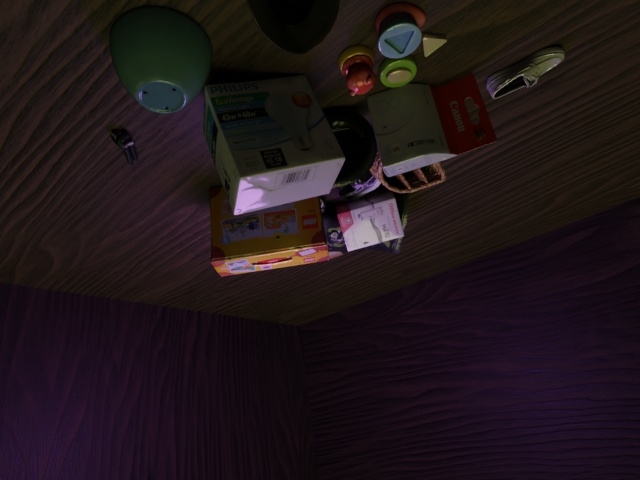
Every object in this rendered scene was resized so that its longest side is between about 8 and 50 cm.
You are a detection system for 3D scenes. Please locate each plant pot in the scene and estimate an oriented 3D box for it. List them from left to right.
[{"bbox_3d":[-0.459,-0.489,1.361,0.290,0.196,0.290,-7,156,-3],"label":"plant pot"}]

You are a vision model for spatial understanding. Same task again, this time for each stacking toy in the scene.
[{"bbox_3d":[0.241,-0.567,1.491,0.279,0.131,0.309,9,150,-33],"label":"stacking toy"}]

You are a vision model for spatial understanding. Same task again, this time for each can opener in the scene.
[{"bbox_3d":[-0.723,-0.348,1.764,0.059,0.073,0.186,-44,165,-17],"label":"can opener"}]

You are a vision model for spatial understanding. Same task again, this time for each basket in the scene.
[{"bbox_3d":[0.336,-0.299,1.897,0.213,0.223,0.299,-46,146,3],"label":"basket"}]

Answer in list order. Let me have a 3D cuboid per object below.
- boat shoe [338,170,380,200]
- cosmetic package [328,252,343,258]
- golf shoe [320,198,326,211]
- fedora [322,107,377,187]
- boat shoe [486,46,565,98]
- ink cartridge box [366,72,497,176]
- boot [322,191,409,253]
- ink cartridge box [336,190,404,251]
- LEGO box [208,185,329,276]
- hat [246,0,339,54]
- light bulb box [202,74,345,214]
[{"bbox_3d":[0.182,-0.275,2.144,0.102,0.108,0.301,4,160,-28],"label":"boat shoe"},{"bbox_3d":[0.000,0.000,2.636,0.153,0.129,0.296,-19,153,22],"label":"cosmetic package"},{"bbox_3d":[-0.076,-0.173,2.330,0.198,0.077,0.094,-14,133,15],"label":"golf shoe"},{"bbox_3d":[0.049,-0.335,1.782,0.333,0.334,0.152,-11,172,6],"label":"fedora"},{"bbox_3d":[0.727,-0.585,1.655,0.267,0.088,0.096,-18,154,20],"label":"boat shoe"},{"bbox_3d":[0.376,-0.423,1.631,0.384,0.308,0.091,-17,155,17],"label":"ink cartridge box"},{"bbox_3d":[0.202,-0.106,2.370,0.444,0.146,0.367,4,114,-3],"label":"boot"},{"bbox_3d":[0.237,-0.093,2.233,0.282,0.117,0.207,-16,111,5],"label":"ink cartridge box"},{"bbox_3d":[-0.234,-0.073,2.115,0.499,0.373,0.193,-8,156,1],"label":"LEGO box"},{"bbox_3d":[-0.103,-0.637,1.161,0.133,0.332,0.331,20,177,39],"label":"hat"},{"bbox_3d":[-0.165,-0.320,1.534,0.357,0.361,0.225,-15,158,-23],"label":"light bulb box"}]
